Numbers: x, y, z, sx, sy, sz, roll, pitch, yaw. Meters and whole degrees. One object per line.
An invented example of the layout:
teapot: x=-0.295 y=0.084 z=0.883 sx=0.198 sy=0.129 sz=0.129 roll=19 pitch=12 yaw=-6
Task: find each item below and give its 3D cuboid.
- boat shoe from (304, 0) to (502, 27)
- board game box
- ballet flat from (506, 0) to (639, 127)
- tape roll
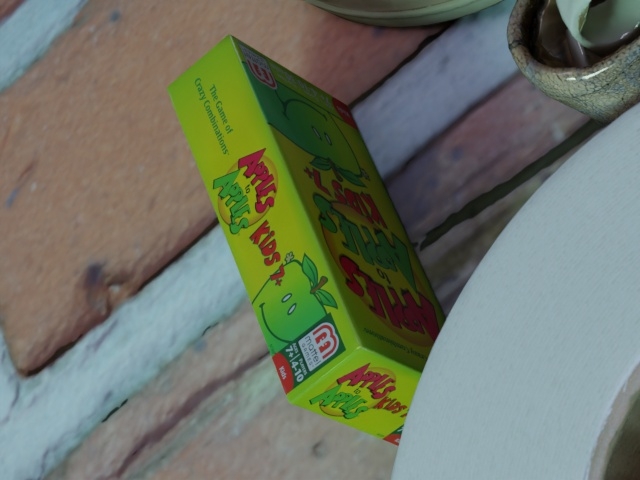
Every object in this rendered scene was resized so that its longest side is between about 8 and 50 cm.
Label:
boat shoe: x=-0.015 y=-0.180 z=0.952 sx=0.302 sy=0.098 sz=0.109 roll=20 pitch=86 yaw=42
board game box: x=0.000 y=0.000 z=0.872 sx=0.043 sy=0.092 sz=0.181 roll=-38 pitch=53 yaw=20
ballet flat: x=0.173 y=-0.157 z=0.721 sx=0.316 sy=0.106 sz=0.107 roll=-56 pitch=35 yaw=34
tape roll: x=0.197 y=0.106 z=0.683 sx=0.392 sy=0.072 sz=0.392 roll=-16 pitch=63 yaw=33
